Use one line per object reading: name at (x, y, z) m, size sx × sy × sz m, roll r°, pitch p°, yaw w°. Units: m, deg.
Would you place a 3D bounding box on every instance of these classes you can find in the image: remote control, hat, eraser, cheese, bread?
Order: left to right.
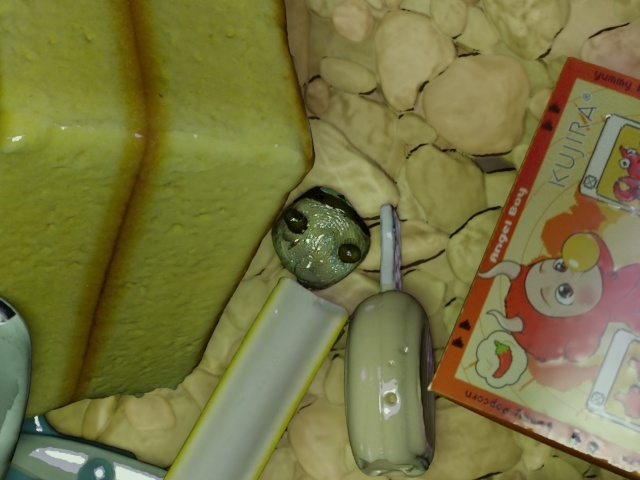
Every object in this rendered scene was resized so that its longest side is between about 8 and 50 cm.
remote control at (-0.277, 0.131, 1.501) m, size 0.097 × 0.045 × 0.256 m, roll 24°, pitch 131°, yaw 7°
bread at (-0.173, -0.047, 1.513) m, size 0.233 × 0.362 × 0.245 m, roll 2°, pitch 54°, yaw -19°
eraser at (-0.062, 0.147, 1.529) m, size 0.069 × 0.158 × 0.226 m, roll 29°, pitch 71°, yaw 3°
hat at (0.000, 0.000, 1.613) m, size 0.076 × 0.059 × 0.077 m, roll -39°, pitch 94°, yaw 1°
cheese at (0.058, 0.079, 1.585) m, size 0.064 × 0.137 × 0.227 m, roll -2°, pitch 68°, yaw 9°

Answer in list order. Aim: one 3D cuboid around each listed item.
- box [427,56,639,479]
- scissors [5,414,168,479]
box at (0.260, 0.042, 1.522) m, size 0.259 × 0.214 × 0.284 m, roll 22°, pitch 88°, yaw 14°
scissors at (-0.192, 0.189, 1.606) m, size 0.289 × 0.041 × 0.138 m, roll 17°, pitch 90°, yaw 2°
